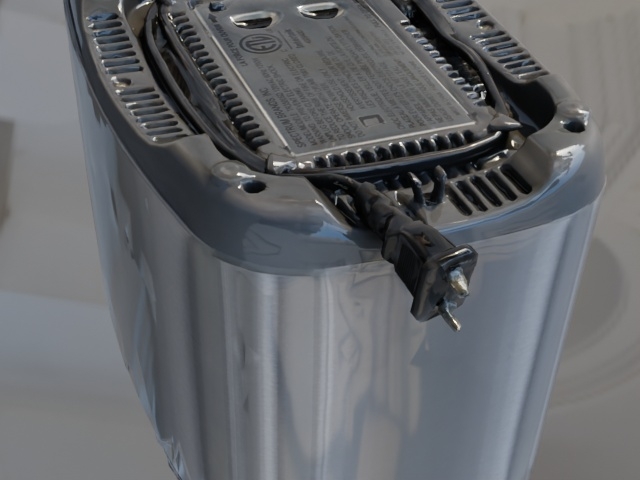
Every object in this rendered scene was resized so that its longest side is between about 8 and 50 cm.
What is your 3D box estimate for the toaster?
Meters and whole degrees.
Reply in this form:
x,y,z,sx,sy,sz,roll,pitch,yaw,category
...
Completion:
x,y,z,sx,sy,sz,roll,pitch,yaw,category
0.000,0.000,0.428,0.227,0.129,0.146,-125,-151,-48,toaster
